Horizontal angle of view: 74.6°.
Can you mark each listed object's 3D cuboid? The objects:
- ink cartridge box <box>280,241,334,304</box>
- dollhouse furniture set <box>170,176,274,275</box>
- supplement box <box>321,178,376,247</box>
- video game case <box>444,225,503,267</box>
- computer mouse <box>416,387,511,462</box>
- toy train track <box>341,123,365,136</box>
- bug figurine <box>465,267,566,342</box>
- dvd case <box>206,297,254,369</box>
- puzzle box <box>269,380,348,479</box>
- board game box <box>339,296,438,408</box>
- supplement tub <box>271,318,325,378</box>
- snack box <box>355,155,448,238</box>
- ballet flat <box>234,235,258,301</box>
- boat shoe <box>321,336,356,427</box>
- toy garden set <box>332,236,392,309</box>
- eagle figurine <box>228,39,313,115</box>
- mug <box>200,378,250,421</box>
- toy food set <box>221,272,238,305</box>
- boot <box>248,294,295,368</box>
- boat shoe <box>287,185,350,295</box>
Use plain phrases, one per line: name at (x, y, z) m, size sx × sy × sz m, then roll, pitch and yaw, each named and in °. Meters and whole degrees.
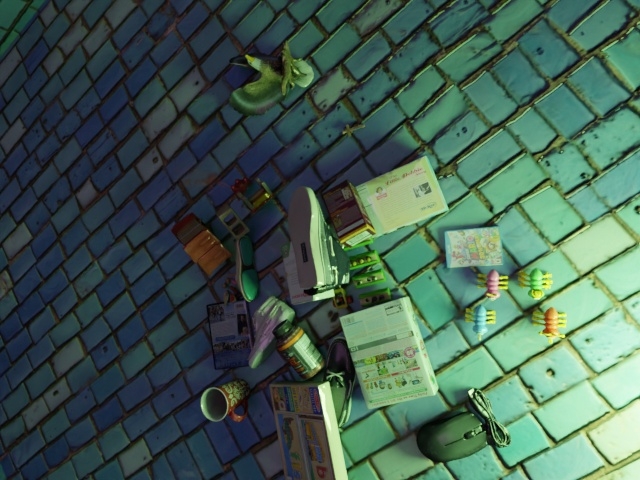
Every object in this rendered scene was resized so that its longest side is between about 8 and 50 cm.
ink cartridge box at (-0.047, 0.103, 1.435) m, size 0.154 × 0.093 × 0.213 m, roll -23°, pitch 75°, yaw 54°
dollhouse furniture set at (-0.346, -0.073, 1.554) m, size 0.374 × 0.152 × 0.201 m, roll -41°, pitch 37°, yaw -9°
supplement box at (0.089, -0.086, 1.347) m, size 0.104 × 0.081 × 0.188 m, roll -29°, pitch 63°, yaw 18°
video game case at (0.477, 0.021, 1.314) m, size 0.166 × 0.015 × 0.119 m, roll -5°, pitch 85°, yaw 21°
computer mouse at (0.412, 0.588, 1.275) m, size 0.272 × 0.072 × 0.189 m, roll -33°, pitch 77°, yaw 16°
toy train track at (0.117, -0.390, 1.478) m, size 0.083 × 0.014 × 0.048 m, roll -15°, pitch 74°, yaw 14°
bug figurine at (0.571, 0.191, 1.238) m, size 0.279 × 0.072 × 0.216 m, roll -2°, pitch 86°, yaw 21°
dvd case at (-0.342, 0.357, 1.604) m, size 0.180 × 0.022 × 0.253 m, roll -12°, pitch 83°, yaw 21°
puzzle box at (-0.040, 0.678, 1.395) m, size 0.272 × 0.052 × 0.409 m, roll -19°, pitch 79°, yaw 44°
board game box at (0.218, 0.358, 1.351) m, size 0.224 × 0.097 × 0.303 m, roll -20°, pitch 79°, yaw 20°
supplement tub at (-0.080, 0.366, 1.432) m, size 0.106 × 0.106 × 0.198 m, roll -37°, pitch 93°, yaw 15°
snack box at (0.234, -0.127, 1.391) m, size 0.321 × 0.060 × 0.187 m, roll -22°, pitch 81°, yaw 19°
ballet flat at (-0.286, 0.106, 1.576) m, size 0.086 × 0.086 × 0.249 m, roll -8°, pitch 83°, yaw 20°
boat shoe at (0.058, 0.480, 1.406) m, size 0.114 × 0.091 × 0.303 m, roll -2°, pitch 86°, yaw 21°
toy garden set at (0.104, 0.112, 1.401) m, size 0.203 × 0.049 × 0.244 m, roll -18°, pitch 95°, yaw 24°
eagle figurine at (-0.201, -0.612, 1.545) m, size 0.298 × 0.225 × 0.226 m, roll -4°, pitch 40°, yaw 49°
mug at (-0.325, 0.579, 1.505) m, size 0.113 × 0.169 × 0.150 m, roll -33°, pitch 77°, yaw 16°
toy food set at (-0.344, 0.184, 1.602) m, size 0.077 × 0.019 × 0.122 m, roll -14°, pitch 70°, yaw 20°
boot at (-0.206, 0.326, 1.526) m, size 0.123 × 0.095 × 0.258 m, roll 35°, pitch 91°, yaw 25°
boat shoe at (0.000, 0.000, 1.339) m, size 0.127 × 0.158 × 0.341 m, roll -12°, pitch 81°, yaw 47°
